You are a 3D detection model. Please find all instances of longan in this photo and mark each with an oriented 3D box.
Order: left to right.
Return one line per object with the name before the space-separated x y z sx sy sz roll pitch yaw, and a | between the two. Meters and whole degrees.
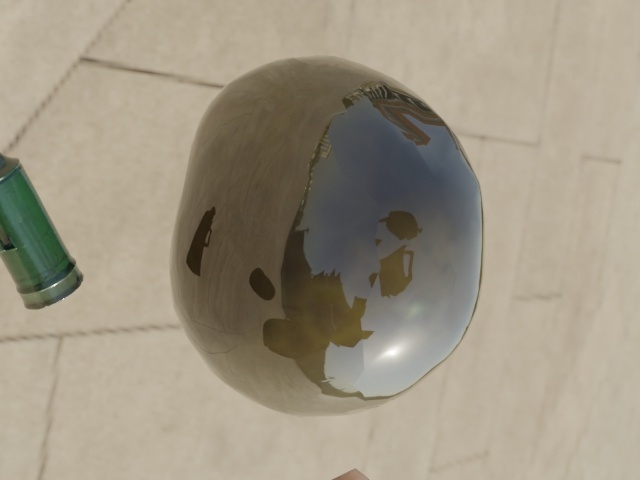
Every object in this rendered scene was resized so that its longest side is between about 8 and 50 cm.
longan | 0.000 0.000 1.817 0.336 0.405 0.404 -14 112 -54

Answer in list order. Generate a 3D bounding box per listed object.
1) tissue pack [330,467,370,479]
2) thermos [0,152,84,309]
tissue pack | 0.012 0.244 1.394 0.094 0.074 0.058 -25 116 -20
thermos | -0.330 -0.020 1.743 0.083 0.073 0.187 -39 116 -30
